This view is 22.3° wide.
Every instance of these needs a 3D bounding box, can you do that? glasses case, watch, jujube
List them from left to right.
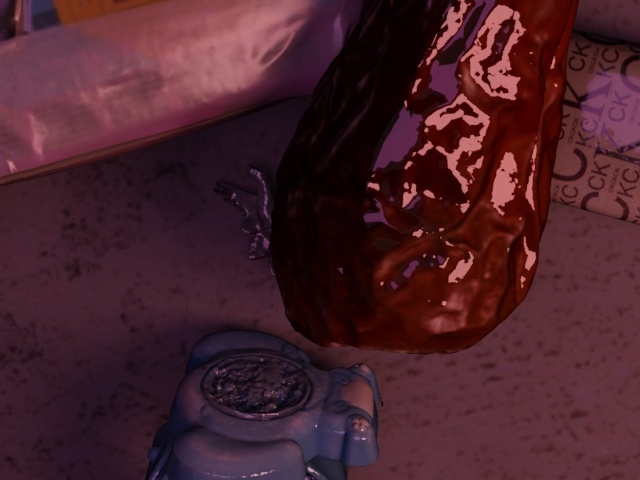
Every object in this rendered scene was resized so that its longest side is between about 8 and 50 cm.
[{"bbox_3d":[-0.050,0.197,1.323,0.211,0.211,0.193,11,120,8],"label":"watch"},{"bbox_3d":[0.084,-0.078,1.185,0.216,0.216,0.342,16,105,8],"label":"jujube"},{"bbox_3d":[0.295,-0.072,1.258,0.354,0.085,0.137,14,105,10],"label":"glasses case"}]

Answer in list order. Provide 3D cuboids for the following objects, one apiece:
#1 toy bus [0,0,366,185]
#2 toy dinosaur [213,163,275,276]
[{"bbox_3d":[-0.144,-0.155,1.248,0.386,0.171,0.162,-18,105,-10],"label":"toy bus"},{"bbox_3d":[0.001,0.000,1.344,0.209,0.039,0.082,21,103,15],"label":"toy dinosaur"}]
